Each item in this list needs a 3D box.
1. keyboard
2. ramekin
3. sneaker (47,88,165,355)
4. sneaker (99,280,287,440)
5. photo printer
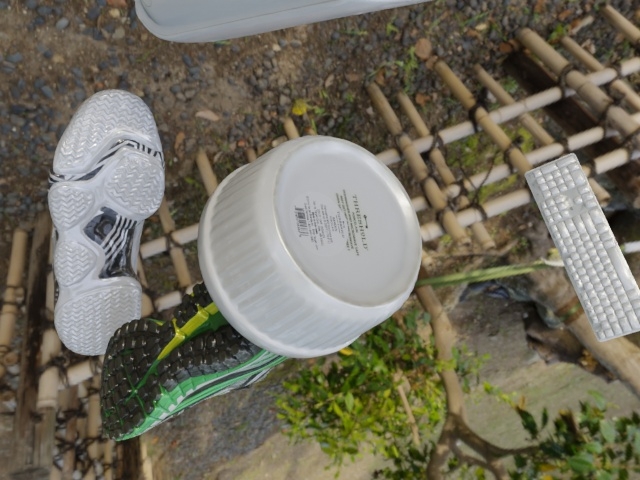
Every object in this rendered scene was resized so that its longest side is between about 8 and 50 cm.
[{"bbox_3d":[0.365,0.006,0.753,0.072,0.255,0.014,-25,164,26],"label":"keyboard"},{"bbox_3d":[0.000,0.000,0.520,0.207,0.207,0.109,9,155,-33],"label":"ramekin"},{"bbox_3d":[-0.319,-0.040,0.785,0.138,0.210,0.365,2,109,-28],"label":"sneaker"},{"bbox_3d":[-0.141,0.150,0.659,0.344,0.134,0.146,-29,147,27],"label":"sneaker"},{"bbox_3d":[-0.013,-0.262,0.517,0.256,0.308,0.107,-29,118,-39],"label":"photo printer"}]
